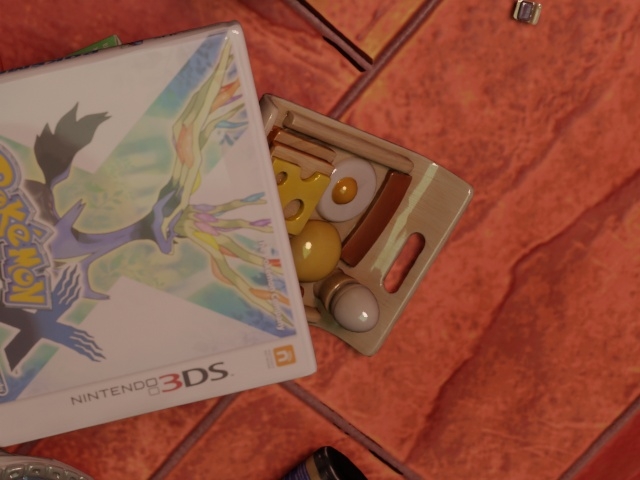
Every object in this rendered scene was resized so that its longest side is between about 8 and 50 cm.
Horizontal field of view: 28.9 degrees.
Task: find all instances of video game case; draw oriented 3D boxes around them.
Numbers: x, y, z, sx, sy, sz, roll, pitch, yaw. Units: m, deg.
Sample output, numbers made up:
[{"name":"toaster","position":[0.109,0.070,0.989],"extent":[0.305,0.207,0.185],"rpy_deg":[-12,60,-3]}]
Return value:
[{"name":"video game case","position":[-0.179,0.002,1.074],"extent":[0.299,0.036,0.329],"rpy_deg":[-13,111,-2]}]

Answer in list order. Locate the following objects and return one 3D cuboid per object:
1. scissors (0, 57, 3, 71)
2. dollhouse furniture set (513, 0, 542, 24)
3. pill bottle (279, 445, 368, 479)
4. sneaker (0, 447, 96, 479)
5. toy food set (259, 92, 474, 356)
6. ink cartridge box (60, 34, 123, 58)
[{"name":"scissors","position":[-0.350,-0.244,1.198],"extent":[0.108,0.021,0.297],"rpy_deg":[9,105,-8]},{"name":"dollhouse furniture set","position":[0.177,-0.266,1.214],"extent":[0.114,0.081,0.091],"rpy_deg":[12,106,-10]},{"name":"pill bottle","position":[-0.039,0.337,1.363],"extent":[0.219,0.123,0.123],"rpy_deg":[-40,108,7]},{"name":"sneaker","position":[-0.368,0.245,1.308],"extent":[0.297,0.129,0.111],"rpy_deg":[19,103,-31]},{"name":"toy food set","position":[0.000,0.000,1.216],"extent":[0.306,0.092,0.220],"rpy_deg":[17,109,-47]},{"name":"ink cartridge box","position":[-0.274,-0.035,1.174],"extent":[0.289,0.122,0.211],"rpy_deg":[-23,140,1]}]
